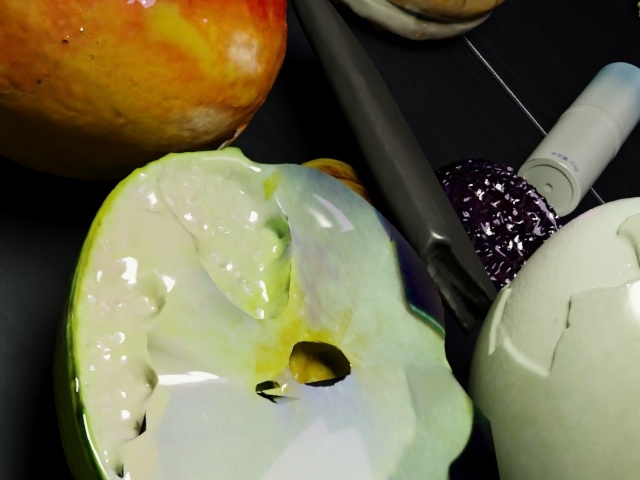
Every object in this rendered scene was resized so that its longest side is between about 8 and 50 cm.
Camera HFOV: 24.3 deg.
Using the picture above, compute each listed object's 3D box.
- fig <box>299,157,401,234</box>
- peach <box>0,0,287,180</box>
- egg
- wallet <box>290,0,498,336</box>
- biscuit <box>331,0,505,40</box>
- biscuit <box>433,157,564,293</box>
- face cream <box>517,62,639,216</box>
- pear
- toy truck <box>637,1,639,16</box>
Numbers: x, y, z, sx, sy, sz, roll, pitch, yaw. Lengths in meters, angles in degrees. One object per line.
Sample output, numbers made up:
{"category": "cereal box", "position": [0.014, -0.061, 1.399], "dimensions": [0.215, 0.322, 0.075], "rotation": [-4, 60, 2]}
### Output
{"category": "fig", "position": [0.009, -0.007, 1.349], "dimensions": [0.153, 0.121, 0.136], "rotation": [-14, 67, -46]}
{"category": "peach", "position": [-0.209, -0.205, 1.196], "dimensions": [0.372, 0.290, 0.373], "rotation": [29, 40, -27]}
{"category": "egg", "position": [0.266, 0.125, 1.294], "dimensions": [0.278, 0.278, 0.336], "rotation": [-3, 106, -40]}
{"category": "wallet", "position": [0.065, -0.091, 1.412], "dimensions": [0.197, 0.051, 0.378], "rotation": [48, 16, -55]}
{"category": "biscuit", "position": [0.083, -0.371, 1.684], "dimensions": [0.332, 0.103, 0.332], "rotation": [20, 50, -27]}
{"category": "biscuit", "position": [0.183, -0.002, 1.533], "dimensions": [0.194, 0.053, 0.195], "rotation": [21, 50, -27]}
{"category": "face cream", "position": [0.305, -0.118, 1.695], "dimensions": [0.077, 0.077, 0.250], "rotation": [46, 45, -2]}
{"category": "pear", "position": [-0.062, 0.134, 1.154], "dimensions": [0.398, 0.165, 0.399], "rotation": [21, 51, -28]}
{"category": "toy truck", "position": [0.459, -0.340, 1.989], "dimensions": [0.052, 0.062, 0.123], "rotation": [49, 38, -31]}
